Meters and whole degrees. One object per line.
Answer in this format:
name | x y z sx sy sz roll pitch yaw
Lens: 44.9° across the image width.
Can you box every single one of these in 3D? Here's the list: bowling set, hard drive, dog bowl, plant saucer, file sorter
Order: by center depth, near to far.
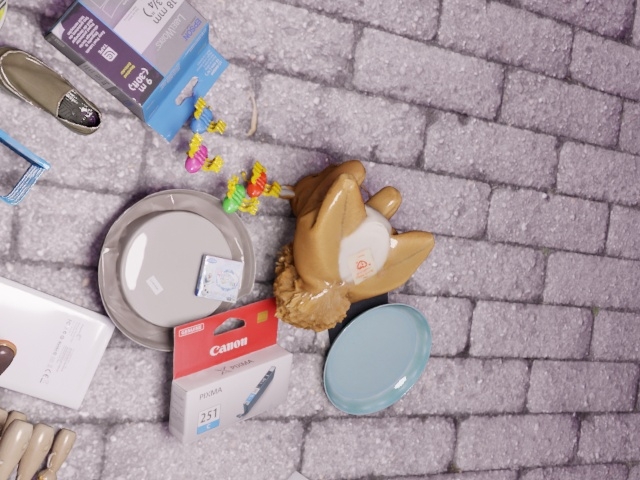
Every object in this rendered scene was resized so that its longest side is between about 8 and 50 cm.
file sorter | -0.601 -0.140 1.462 0.118 0.170 0.104 40 79 -26
bowling set | -0.627 0.410 1.515 0.200 0.287 0.154 18 74 13
hard drive | -0.595 0.201 1.567 0.308 0.040 0.203 27 81 -28
dog bowl | -0.318 0.060 1.677 0.349 0.102 0.348 -2 95 -29
hard drive | 0.097 0.134 1.945 0.172 0.054 0.254 -5 97 -29
plant saucer | 0.138 0.292 1.946 0.318 0.044 0.317 -13 118 -26

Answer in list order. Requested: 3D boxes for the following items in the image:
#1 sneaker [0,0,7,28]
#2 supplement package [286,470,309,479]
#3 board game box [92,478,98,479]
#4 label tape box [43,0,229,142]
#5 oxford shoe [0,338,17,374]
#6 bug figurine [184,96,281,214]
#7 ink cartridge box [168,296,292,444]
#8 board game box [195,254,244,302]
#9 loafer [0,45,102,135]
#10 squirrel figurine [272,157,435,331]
sneaker | -0.655 -0.396 1.421 0.145 0.147 0.384 10 88 -28
supplement package | -0.013 0.707 1.886 0.139 0.134 0.244 -43 113 -20
board game box | -0.445 0.615 1.684 0.170 0.048 0.141 29 79 -28
label tape box | -0.357 -0.401 1.612 0.334 0.106 0.240 40 76 -26
oxford shoe | -0.675 0.295 1.453 0.271 0.098 0.097 -41 137 1
bug figurine | -0.210 -0.167 1.690 0.279 0.072 0.216 50 30 -21
ink cartridge box | -0.191 0.282 1.712 0.296 0.066 0.261 -15 120 -42
board game box | -0.217 0.083 1.667 0.090 0.020 0.090 14 88 -30
loafer | -0.525 -0.293 1.517 0.251 0.087 0.094 33 78 -39
squirrel figurine | 0.000 0.000 1.730 0.281 0.370 0.397 25 103 -30
